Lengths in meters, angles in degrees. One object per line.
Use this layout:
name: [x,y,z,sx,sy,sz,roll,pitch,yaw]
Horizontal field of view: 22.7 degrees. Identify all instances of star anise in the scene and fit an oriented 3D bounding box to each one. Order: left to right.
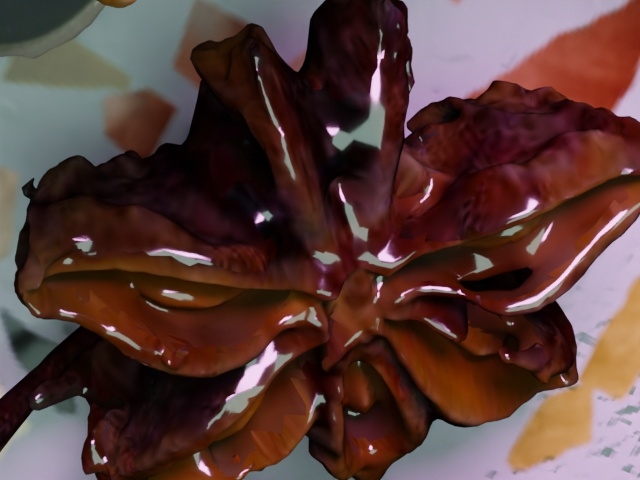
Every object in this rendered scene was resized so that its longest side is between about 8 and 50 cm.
star anise: [0.000,0.000,0.544,0.220,0.126,0.190,5,137,-24]

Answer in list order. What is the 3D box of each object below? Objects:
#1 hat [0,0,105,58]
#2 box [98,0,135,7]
hat: [-0.122,-0.166,0.473,0.275,0.232,0.161,-10,75,-22]
box: [-0.110,-0.256,0.342,0.415,0.116,0.264,34,60,18]
